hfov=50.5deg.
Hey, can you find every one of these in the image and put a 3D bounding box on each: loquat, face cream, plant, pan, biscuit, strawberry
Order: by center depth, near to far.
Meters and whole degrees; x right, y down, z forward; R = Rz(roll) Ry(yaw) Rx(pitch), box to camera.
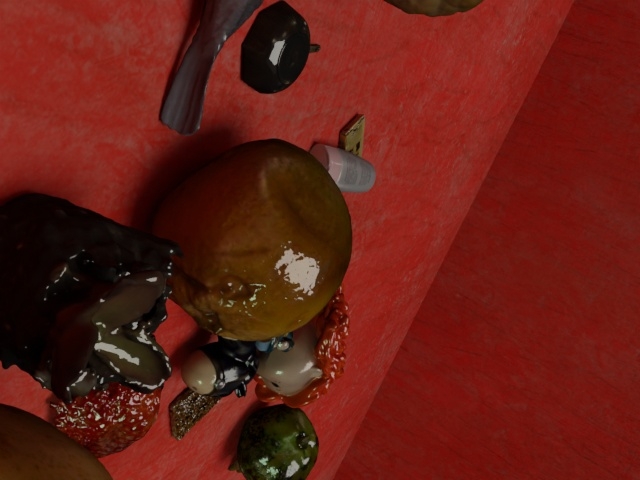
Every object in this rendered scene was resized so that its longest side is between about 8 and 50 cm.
[{"bbox_3d":[-0.246,0.060,0.707,0.178,0.234,0.204,-66,155,-1],"label":"plant"},{"bbox_3d":[-0.097,-0.001,0.963,0.276,0.276,0.283,93,8,-52],"label":"loquat"},{"bbox_3d":[-0.035,-0.290,0.997,0.202,0.048,0.128,-45,155,-38],"label":"pan"},{"bbox_3d":[-0.299,0.246,1.007,0.175,0.107,0.236,-46,156,-35],"label":"strawberry"},{"bbox_3d":[0.042,-0.138,1.350,0.198,0.057,0.084,6,88,-59],"label":"face cream"},{"bbox_3d":[-0.220,0.300,1.400,0.237,0.026,0.131,-43,156,-39],"label":"biscuit"}]

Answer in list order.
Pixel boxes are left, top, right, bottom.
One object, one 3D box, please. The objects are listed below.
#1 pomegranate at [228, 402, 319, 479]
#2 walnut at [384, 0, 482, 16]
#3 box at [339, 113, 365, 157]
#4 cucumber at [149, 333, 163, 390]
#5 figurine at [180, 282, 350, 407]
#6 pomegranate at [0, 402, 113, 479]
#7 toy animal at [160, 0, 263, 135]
[{"bbox_3d":[-0.117,0.557,1.751,0.222,0.204,0.276,-39,152,-50],"label":"pomegranate"},{"bbox_3d":[0.185,-0.471,0.974,0.296,0.285,0.285,-35,156,-7],"label":"walnut"},{"bbox_3d":[0.063,-0.191,1.423,0.073,0.020,0.149,-47,157,-31],"label":"box"},{"bbox_3d":[-0.275,0.203,1.117,0.033,0.034,0.134,-40,153,-34],"label":"cucumber"},{"bbox_3d":[-0.093,0.184,1.301,0.412,0.241,0.306,11,99,-59],"label":"figurine"},{"bbox_3d":[-0.356,0.344,0.597,0.416,0.417,0.416,-50,158,-28],"label":"pomegranate"},{"bbox_3d":[-0.099,-0.299,0.763,0.367,0.081,0.206,-61,172,0],"label":"toy animal"}]
